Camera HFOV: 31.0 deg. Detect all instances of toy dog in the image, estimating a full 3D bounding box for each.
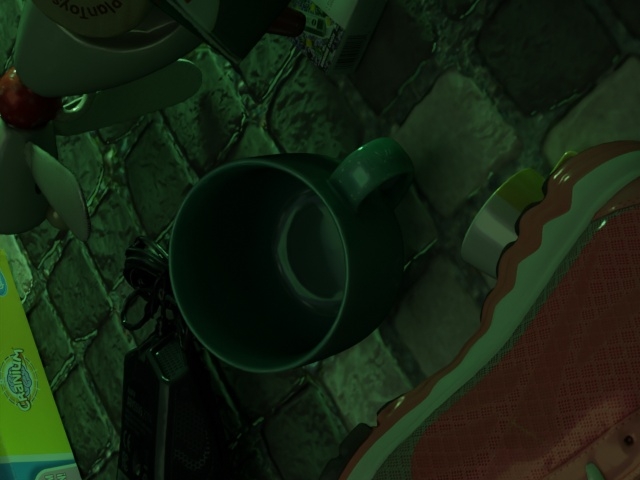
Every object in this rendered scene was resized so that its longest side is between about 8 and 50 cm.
[{"bbox_3d":[-0.124,-0.109,0.762,0.161,0.220,0.334,32,153,-6],"label":"toy dog"}]

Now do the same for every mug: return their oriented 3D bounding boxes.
[{"bbox_3d":[-0.002,0.009,0.706,0.158,0.097,0.129,-5,93,32],"label":"mug"},{"bbox_3d":[0.121,-0.001,0.612,0.064,0.062,0.078,40,131,24],"label":"mug"}]

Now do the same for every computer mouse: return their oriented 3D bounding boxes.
[{"bbox_3d":[-0.099,0.143,0.854,0.188,0.072,0.272,24,110,62],"label":"computer mouse"}]

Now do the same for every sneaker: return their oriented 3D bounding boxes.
[{"bbox_3d":[0.103,0.097,0.505,0.314,0.116,0.136,-58,33,-4],"label":"sneaker"}]

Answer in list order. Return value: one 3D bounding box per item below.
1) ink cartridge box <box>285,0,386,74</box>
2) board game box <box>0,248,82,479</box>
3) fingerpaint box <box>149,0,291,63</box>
[{"bbox_3d":[-0.011,-0.163,0.734,0.115,0.029,0.063,47,129,29],"label":"ink cartridge box"},{"bbox_3d":[-0.332,0.200,1.116,0.242,0.064,0.316,-34,74,44],"label":"board game box"},{"bbox_3d":[-0.089,-0.356,0.564,0.445,0.163,0.371,39,90,33],"label":"fingerpaint box"}]
